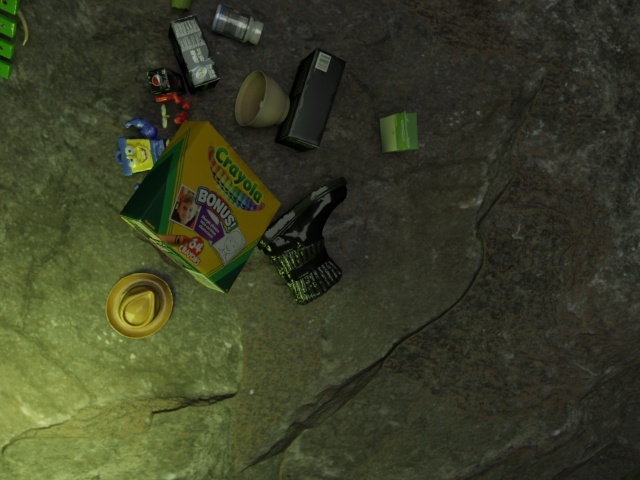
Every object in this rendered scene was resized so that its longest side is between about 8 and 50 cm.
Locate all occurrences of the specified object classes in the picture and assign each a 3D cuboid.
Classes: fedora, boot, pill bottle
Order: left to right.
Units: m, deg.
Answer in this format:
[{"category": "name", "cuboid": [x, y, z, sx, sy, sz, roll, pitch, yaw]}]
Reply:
[{"category": "fedora", "cuboid": [-0.512, 0.188, 1.760, 0.194, 0.079, 0.194, -1, 94, -16]}, {"category": "pill bottle", "cuboid": [-0.238, -0.616, 1.781, 0.137, 0.078, 0.078, 16, 89, -17]}, {"category": "boot", "cuboid": [-0.001, 0.000, 1.861, 0.348, 0.131, 0.260, -39, 96, 1]}]

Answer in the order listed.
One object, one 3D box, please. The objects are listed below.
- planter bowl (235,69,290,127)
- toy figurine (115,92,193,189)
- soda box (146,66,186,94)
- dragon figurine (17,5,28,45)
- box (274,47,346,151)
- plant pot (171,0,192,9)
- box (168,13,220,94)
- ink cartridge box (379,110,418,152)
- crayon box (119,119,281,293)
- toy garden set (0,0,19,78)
[{"category": "planter bowl", "cuboid": [-0.157, -0.394, 1.790, 0.109, 0.162, 0.162, 12, 91, -37]}, {"category": "toy figurine", "cuboid": [-0.464, -0.218, 1.744, 0.217, 0.191, 0.362, -4, 104, 15]}, {"category": "soda box", "cuboid": [-0.417, -0.428, 1.694, 0.053, 0.169, 0.060, -13, 97, 5]}, {"category": "dragon figurine", "cuboid": [-0.832, -0.658, 1.607, 0.085, 0.144, 0.289, -37, 122, -12]}, {"category": "box", "cuboid": [-0.033, -0.399, 1.800, 0.103, 0.184, 0.261, 18, 89, -19]}, {"category": "plant pot", "cuboid": [-0.387, -0.690, 1.741, 0.083, 0.083, 0.079, 6, 105, -16]}, {"category": "box", "cuboid": [-0.352, -0.509, 1.721, 0.078, 0.147, 0.180, -22, 100, -14]}, {"category": "ink cartridge box", "cuboid": [0.245, -0.325, 1.869, 0.062, 0.209, 0.108, -5, 96, -14]}, {"category": "crayon box", "cuboid": [-0.304, -0.084, 1.669, 0.363, 0.106, 0.313, 49, 63, -44]}, {"category": "toy garden set", "cuboid": [-0.866, -0.557, 1.563, 0.204, 0.244, 0.049, 23, 44, -14]}]
